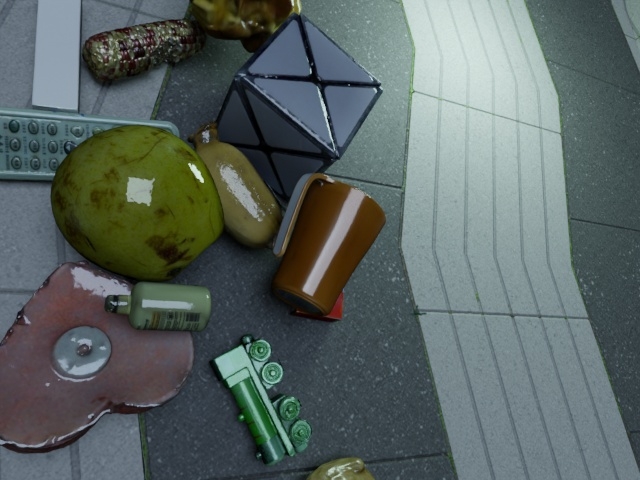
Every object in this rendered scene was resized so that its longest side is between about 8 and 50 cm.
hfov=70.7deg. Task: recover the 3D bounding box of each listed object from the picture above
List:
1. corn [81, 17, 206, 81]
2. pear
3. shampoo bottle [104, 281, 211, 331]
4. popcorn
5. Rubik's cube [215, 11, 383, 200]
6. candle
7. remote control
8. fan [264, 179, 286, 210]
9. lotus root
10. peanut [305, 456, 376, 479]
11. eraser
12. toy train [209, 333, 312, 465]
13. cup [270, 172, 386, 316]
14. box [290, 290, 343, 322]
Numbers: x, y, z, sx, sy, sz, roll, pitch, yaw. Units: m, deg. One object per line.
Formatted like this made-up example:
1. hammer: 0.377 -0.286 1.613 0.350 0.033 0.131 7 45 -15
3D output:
1. corn: -0.369 -0.423 0.988 0.289 0.098 0.098 -31 88 -34
2. pear: -0.309 -0.058 0.782 0.283 0.283 0.284 8 70 -23
3. shampoo bottle: -0.268 0.109 0.746 0.161 0.079 0.079 8 70 -28
4. popcorn: -0.172 -0.561 1.020 0.264 0.225 0.332 16 23 -26
5. Rubik's cube: -0.057 -0.279 0.997 0.254 0.260 0.259 36 64 -11
6. candle: -0.395 0.183 0.756 0.316 0.131 0.288 -18 75 -39
7. remote control: -0.448 -0.178 0.873 0.334 0.065 0.128 -1 102 -27
8. fan: -0.086 -0.080 0.975 0.005 0.175 0.113 -35 113 -3
9. lotus root: -0.181 -0.098 0.940 0.130 0.146 0.304 -34 92 0
10. peanut: 0.045 0.540 0.856 0.196 0.110 0.233 15 69 -21
11. eraser: -0.523 -0.376 0.904 0.076 0.078 0.299 1 72 -26
12. toy train: -0.113 0.308 0.876 0.119 0.085 0.252 -24 83 -25
13. cup: 0.000 0.000 0.916 0.226 0.182 0.264 45 63 -40
14. box: -0.004 0.089 1.018 0.112 0.048 0.175 14 68 -19
